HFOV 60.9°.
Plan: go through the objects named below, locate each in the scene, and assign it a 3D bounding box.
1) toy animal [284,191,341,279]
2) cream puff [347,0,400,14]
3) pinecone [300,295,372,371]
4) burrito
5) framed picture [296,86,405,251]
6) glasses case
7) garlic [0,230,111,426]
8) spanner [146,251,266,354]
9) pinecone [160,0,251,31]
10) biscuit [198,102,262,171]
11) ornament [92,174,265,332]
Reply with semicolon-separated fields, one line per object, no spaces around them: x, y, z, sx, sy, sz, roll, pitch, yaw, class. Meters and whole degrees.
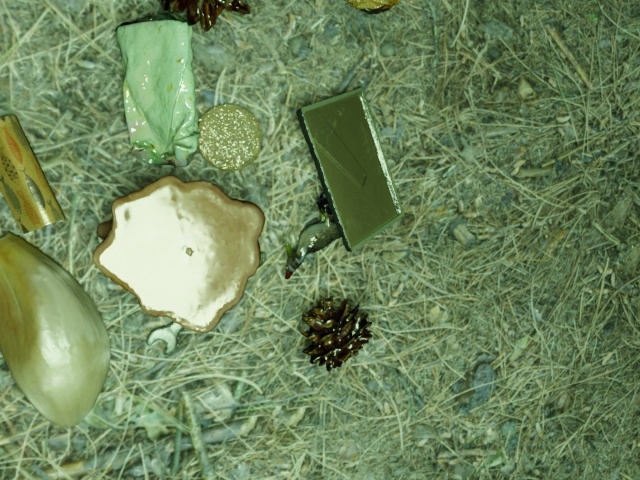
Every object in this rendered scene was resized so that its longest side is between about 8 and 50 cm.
-0.002;-0.010;0.997;0.202;0.070;0.105;-51;121;-12;toy animal
0.095;-0.464;0.982;0.133;0.119;0.104;-1;114;5;cream puff
0.022;0.165;0.986;0.140;0.140;0.121;-33;86;-16;pinecone
-0.250;-0.233;0.864;0.089;0.144;0.229;-23;114;-60;burrito
0.062;-0.134;0.994;0.192;0.018;0.265;-31;106;-45;framed picture
-0.456;-0.099;0.824;0.064;0.041;0.170;-25;103;-18;glasses case
-0.418;0.132;0.832;0.143;0.112;0.318;-27;92;-15;garlic
-0.196;0.101;0.954;0.254;0.015;0.054;-44;106;-14;spanner
-0.198;-0.430;0.837;0.184;0.179;0.204;-22;116;0;pinecone
-0.159;-0.179;0.949;0.120;0.015;0.120;-1;93;-21;biscuit
-0.214;0.013;0.831;0.235;0.217;0.221;-21;101;-19;ornament
